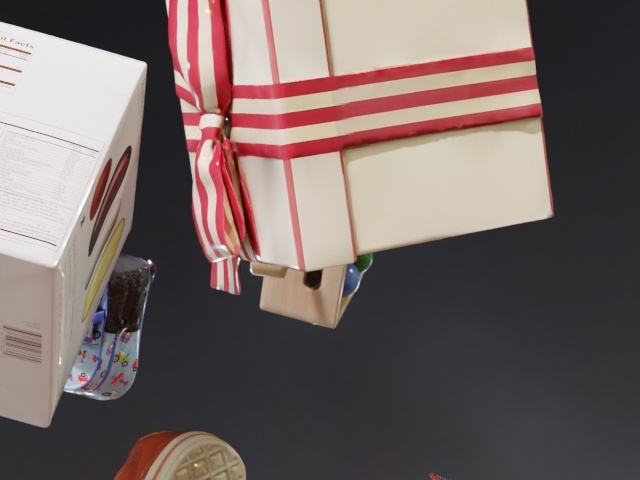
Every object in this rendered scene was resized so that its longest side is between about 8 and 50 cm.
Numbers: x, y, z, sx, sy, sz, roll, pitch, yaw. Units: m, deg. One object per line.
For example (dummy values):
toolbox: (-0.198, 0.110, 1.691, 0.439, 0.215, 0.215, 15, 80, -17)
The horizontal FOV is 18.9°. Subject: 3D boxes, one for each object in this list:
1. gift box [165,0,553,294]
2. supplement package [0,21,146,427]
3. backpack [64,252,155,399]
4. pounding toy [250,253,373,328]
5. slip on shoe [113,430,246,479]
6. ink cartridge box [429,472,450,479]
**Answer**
gift box: (0.007, -0.097, 1.563, 0.258, 0.255, 0.276, -11, 2, -23)
supplement package: (-0.228, -0.015, 1.385, 0.149, 0.203, 0.194, 15, -40, 3)
backpack: (-0.279, 0.095, 2.176, 0.117, 0.158, 0.173, -5, -76, -55)
pounding toy: (0.000, -0.006, 1.939, 0.094, 0.206, 0.181, 14, -62, 9)
slip on shoe: (-0.176, 0.307, 1.609, 0.123, 0.101, 0.331, 34, -103, -34)
ink cartridge box: (0.187, 0.307, 1.570, 0.066, 0.261, 0.296, -49, 1, -6)
